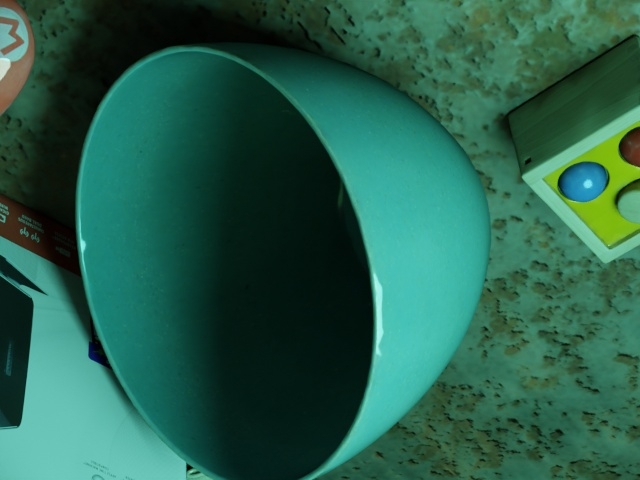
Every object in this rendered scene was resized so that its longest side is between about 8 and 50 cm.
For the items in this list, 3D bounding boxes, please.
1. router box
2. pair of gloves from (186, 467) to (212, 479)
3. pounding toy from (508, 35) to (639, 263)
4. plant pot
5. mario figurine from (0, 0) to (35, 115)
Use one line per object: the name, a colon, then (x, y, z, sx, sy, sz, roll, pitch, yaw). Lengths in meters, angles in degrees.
router box: (-0.246, 0.090, 1.233, 0.335, 0.301, 0.082, 29, 124, -28)
pair of gloves: (-0.140, 0.273, 1.582, 0.240, 0.042, 0.204, -4, 132, -2)
pounding toy: (0.229, -0.049, 1.281, 0.130, 0.100, 0.141, -32, 127, 23)
plant pot: (0.000, 0.000, 1.223, 0.195, 0.290, 0.290, -17, 145, -42)
mario figurine: (-0.321, -0.103, 1.095, 0.320, 0.170, 0.198, -12, 139, -27)
